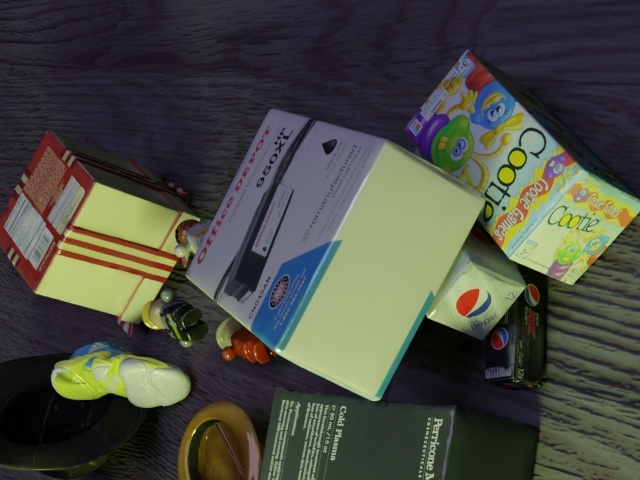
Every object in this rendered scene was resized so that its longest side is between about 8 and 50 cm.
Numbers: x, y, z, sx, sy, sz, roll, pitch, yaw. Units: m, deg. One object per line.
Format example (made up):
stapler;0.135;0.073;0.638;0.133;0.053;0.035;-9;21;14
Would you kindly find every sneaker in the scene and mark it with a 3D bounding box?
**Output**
sneaker;-0.329;0.213;1.987;0.126;0.240;0.091;-74;-13;-63

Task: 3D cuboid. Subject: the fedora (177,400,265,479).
fedora;-0.135;0.341;1.778;0.194;0.079;0.194;-11;73;39

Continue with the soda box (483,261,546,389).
soda box;0.249;0.103;1.494;0.053;0.060;0.169;-15;63;48

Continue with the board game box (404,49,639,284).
board game box;0.255;-0.096;1.505;0.142;0.144;0.275;-52;45;19

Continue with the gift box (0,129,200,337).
gift box;-0.374;-0.002;2.017;0.255;0.258;0.276;-56;45;14

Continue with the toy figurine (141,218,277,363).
toy figurine;-0.149;0.073;1.801;0.148;0.209;0.213;14;87;57

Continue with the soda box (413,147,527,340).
soda box;0.167;-0.001;1.533;0.098;0.091;0.286;-55;27;24

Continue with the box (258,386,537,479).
box;0.078;0.376;1.476;0.312;0.179;0.343;-1;74;46

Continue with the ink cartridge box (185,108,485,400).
ink cartridge box;0.000;0.000;1.542;0.285;0.166;0.395;-62;25;0

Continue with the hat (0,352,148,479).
hat;-0.452;0.327;2.022;0.331;0.331;0.134;41;144;45
